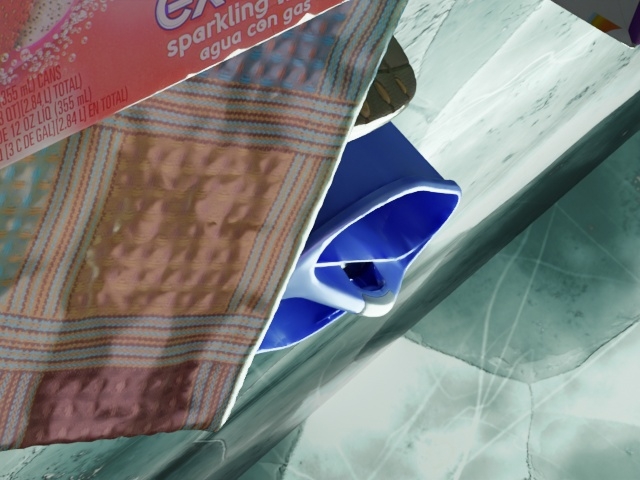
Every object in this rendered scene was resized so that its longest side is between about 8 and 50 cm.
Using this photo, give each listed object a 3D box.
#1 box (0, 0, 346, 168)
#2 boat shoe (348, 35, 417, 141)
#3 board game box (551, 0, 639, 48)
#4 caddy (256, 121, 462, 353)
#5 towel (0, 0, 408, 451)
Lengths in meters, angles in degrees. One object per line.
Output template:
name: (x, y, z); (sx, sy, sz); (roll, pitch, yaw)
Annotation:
box: (-0.073, -0.154, 0.490); (0.300, 0.154, 0.142); (-30, 137, -31)
boat shoe: (-0.088, -0.089, 0.884); (0.355, 0.132, 0.130); (-14, 164, -43)
board game box: (0.211, -0.230, 0.744); (0.275, 0.144, 0.142); (-27, 144, -39)
caddy: (0.000, 0.000, 1.264); (0.241, 0.179, 0.341); (-44, 166, 16)
towel: (-0.089, -0.041, 0.734); (0.271, 0.040, 0.370); (1, 120, -43)
